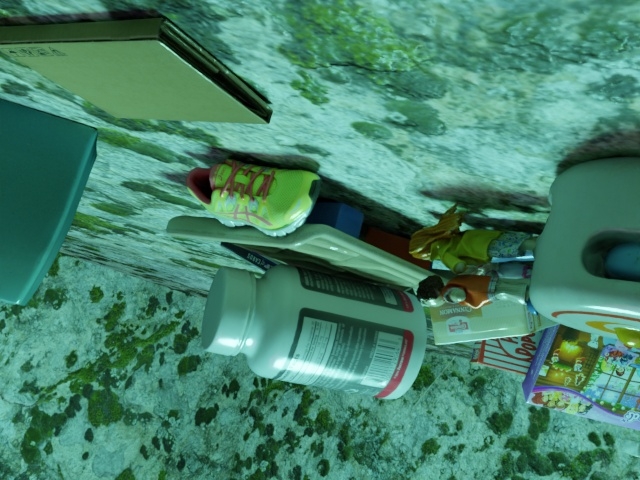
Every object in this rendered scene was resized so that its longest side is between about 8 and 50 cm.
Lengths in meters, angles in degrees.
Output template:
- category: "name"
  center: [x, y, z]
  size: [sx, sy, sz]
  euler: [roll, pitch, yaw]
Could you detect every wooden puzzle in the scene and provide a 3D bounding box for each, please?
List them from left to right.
- category: "wooden puzzle"
  center: [0.000, 0.000, 1.120]
  size: [0.348, 0.080, 0.322]
  euler: [17, 172, -42]

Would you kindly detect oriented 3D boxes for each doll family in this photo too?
- category: "doll family"
  center: [0.197, 0.013, 0.916]
  size: [0.163, 0.118, 0.263]
  euler: [1, -177, 26]

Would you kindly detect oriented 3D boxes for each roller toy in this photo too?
- category: "roller toy"
  center: [0.287, 0.023, 0.672]
  size: [0.191, 0.146, 0.209]
  euler: [17, 170, -17]

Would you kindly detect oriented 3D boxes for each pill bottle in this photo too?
- category: "pill bottle"
  center: [-0.013, 0.135, 1.174]
  size: [0.319, 0.176, 0.176]
  euler: [14, 170, -18]

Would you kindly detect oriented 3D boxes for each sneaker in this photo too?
- category: "sneaker"
  center: [-0.089, -0.059, 0.918]
  size: [0.208, 0.081, 0.094]
  euler: [-3, 151, 44]

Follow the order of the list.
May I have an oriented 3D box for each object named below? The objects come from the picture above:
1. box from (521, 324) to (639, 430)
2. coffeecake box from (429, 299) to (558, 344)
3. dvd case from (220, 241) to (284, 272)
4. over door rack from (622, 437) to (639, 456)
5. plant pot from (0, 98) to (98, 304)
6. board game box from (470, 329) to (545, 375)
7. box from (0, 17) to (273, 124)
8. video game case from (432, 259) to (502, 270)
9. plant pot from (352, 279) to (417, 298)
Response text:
- category: "box"
  center: [0.508, 0.209, 1.254]
  size: [0.293, 0.201, 0.057]
  euler: [13, -155, -1]
- category: "coffeecake box"
  center: [0.267, 0.105, 1.124]
  size: [0.142, 0.068, 0.185]
  euler: [-12, 174, 34]
- category: "dvd case"
  center: [-0.046, 0.056, 1.391]
  size: [0.239, 0.029, 0.179]
  euler: [27, -174, 39]
- category: "over door rack"
  center: [0.623, 0.230, 1.089]
  size: [0.324, 0.239, 0.108]
  euler: [10, 171, 14]
- category: "plant pot"
  center: [-0.404, -0.041, 0.977]
  size: [0.166, 0.234, 0.165]
  euler: [17, 169, -15]
- category: "board game box"
  center: [0.376, 0.168, 1.342]
  size: [0.194, 0.146, 0.045]
  euler: [14, 170, -3]
- category: "box"
  center: [-0.168, -0.148, 0.689]
  size: [0.201, 0.021, 0.164]
  euler: [7, 168, 30]
- category: "video game case"
  center: [0.226, 0.041, 1.206]
  size: [0.143, 0.019, 0.157]
  euler: [4, 166, 43]
- category: "plant pot"
  center: [0.094, 0.130, 1.500]
  size: [0.167, 0.167, 0.165]
  euler: [19, 161, -27]
